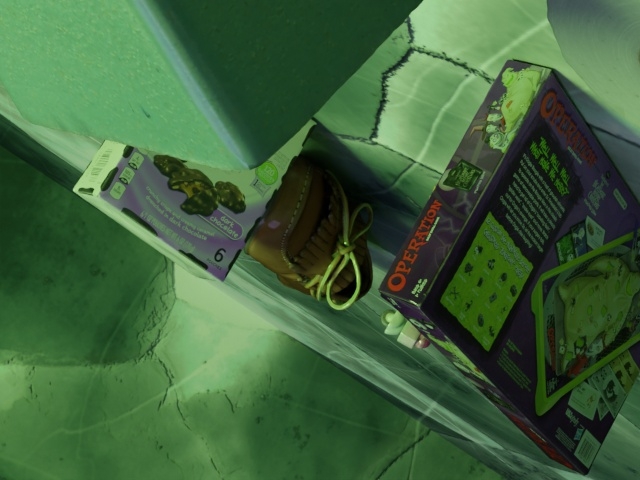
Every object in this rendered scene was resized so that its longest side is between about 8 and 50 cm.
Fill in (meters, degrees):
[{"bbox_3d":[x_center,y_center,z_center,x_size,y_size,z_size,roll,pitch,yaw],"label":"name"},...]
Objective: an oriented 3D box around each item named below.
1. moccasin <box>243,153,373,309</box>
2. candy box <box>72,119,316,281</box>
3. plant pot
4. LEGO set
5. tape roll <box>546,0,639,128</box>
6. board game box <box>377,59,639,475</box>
[{"bbox_3d":[-0.001,0.003,1.691,0.147,0.139,0.380,21,164,13],"label":"moccasin"},{"bbox_3d":[-0.123,-0.085,1.469,0.165,0.196,0.070,36,167,-28],"label":"candy box"},{"bbox_3d":[-0.085,-0.221,0.742,0.248,0.247,0.252,16,147,51],"label":"plant pot"},{"bbox_3d":[0.142,0.023,1.476,0.107,0.132,0.287,22,162,2],"label":"LEGO set"},{"bbox_3d":[0.223,-0.097,0.709,0.219,0.072,0.219,28,169,6],"label":"tape roll"},{"bbox_3d":[0.185,0.035,1.180,0.056,0.208,0.347,25,167,40],"label":"board game box"}]
